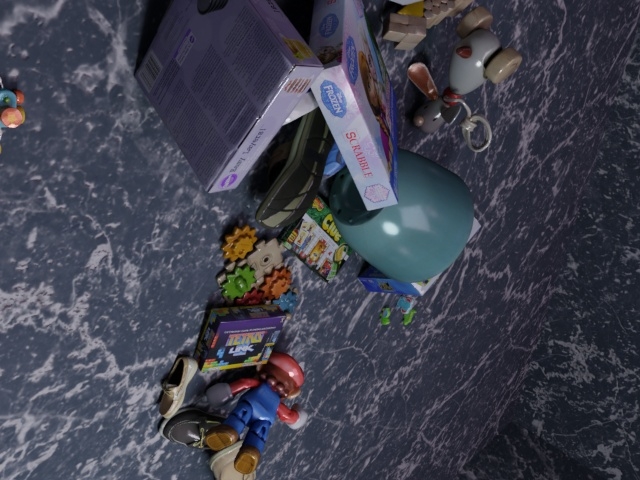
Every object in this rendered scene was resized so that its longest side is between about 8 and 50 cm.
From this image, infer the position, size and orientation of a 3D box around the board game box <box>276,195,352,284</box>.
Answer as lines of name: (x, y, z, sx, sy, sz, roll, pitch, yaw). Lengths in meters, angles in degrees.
board game box: (0.000, 0.000, 1.670, 0.136, 0.030, 0.259, -58, 147, -7)

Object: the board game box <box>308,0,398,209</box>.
board game box: (0.068, -0.277, 1.294, 0.318, 0.065, 0.319, 60, 25, -44)

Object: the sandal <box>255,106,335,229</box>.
sandal: (-0.049, -0.160, 1.437, 0.120, 0.086, 0.303, 33, 80, -55)

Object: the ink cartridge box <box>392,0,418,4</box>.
ink cartridge box: (0.109, -0.574, 1.207, 0.309, 0.130, 0.272, -8, 96, -52)

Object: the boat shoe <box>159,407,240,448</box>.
boat shoe: (-0.266, 0.430, 1.606, 0.227, 0.068, 0.081, 24, 96, -56)

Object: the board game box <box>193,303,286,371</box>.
board game box: (-0.172, 0.209, 1.533, 0.170, 0.048, 0.141, -1, 127, -39)

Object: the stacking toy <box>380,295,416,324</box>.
stacking toy: (0.272, 0.159, 2.125, 0.167, 0.052, 0.221, 10, 107, -55)

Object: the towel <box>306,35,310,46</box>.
towel: (0.034, -0.349, 1.450, 0.144, 0.029, 0.197, -36, 140, -31)

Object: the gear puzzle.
gear puzzle: (-0.131, 0.087, 1.530, 0.175, 0.044, 0.339, -36, 140, -20)

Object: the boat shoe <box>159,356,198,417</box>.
boat shoe: (-0.306, 0.303, 1.482, 0.045, 0.050, 0.135, 33, 77, -53)

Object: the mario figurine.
mario figurine: (-0.146, 0.390, 1.646, 0.320, 0.170, 0.198, -52, 133, -53)

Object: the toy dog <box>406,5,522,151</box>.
toy dog: (0.302, -0.358, 1.615, 0.160, 0.220, 0.334, -21, 139, -39)

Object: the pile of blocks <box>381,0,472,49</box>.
pile of blocks: (0.251, -0.539, 1.549, 0.362, 0.149, 0.112, -36, -176, -18)

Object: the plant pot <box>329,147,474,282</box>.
plant pot: (0.162, -0.077, 1.608, 0.235, 0.293, 0.293, 28, 92, -45)

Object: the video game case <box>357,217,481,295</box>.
video game case: (0.245, 0.031, 1.823, 0.244, 0.269, 0.061, -46, 106, -19)

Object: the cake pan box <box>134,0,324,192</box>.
cake pan box: (-0.147, -0.239, 1.030, 0.070, 0.246, 0.267, -9, 148, -48)

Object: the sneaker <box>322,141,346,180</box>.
sneaker: (0.041, -0.210, 1.547, 0.209, 0.069, 0.082, -42, 110, -11)

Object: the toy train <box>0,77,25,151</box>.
toy train: (-0.460, -0.150, 0.935, 0.166, 0.046, 0.125, -53, 146, -10)

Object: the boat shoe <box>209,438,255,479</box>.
boat shoe: (-0.200, 0.570, 1.707, 0.109, 0.098, 0.302, -20, 147, -22)

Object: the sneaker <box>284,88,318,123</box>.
sneaker: (-0.087, -0.326, 1.225, 0.236, 0.130, 0.323, 62, 14, -13)
